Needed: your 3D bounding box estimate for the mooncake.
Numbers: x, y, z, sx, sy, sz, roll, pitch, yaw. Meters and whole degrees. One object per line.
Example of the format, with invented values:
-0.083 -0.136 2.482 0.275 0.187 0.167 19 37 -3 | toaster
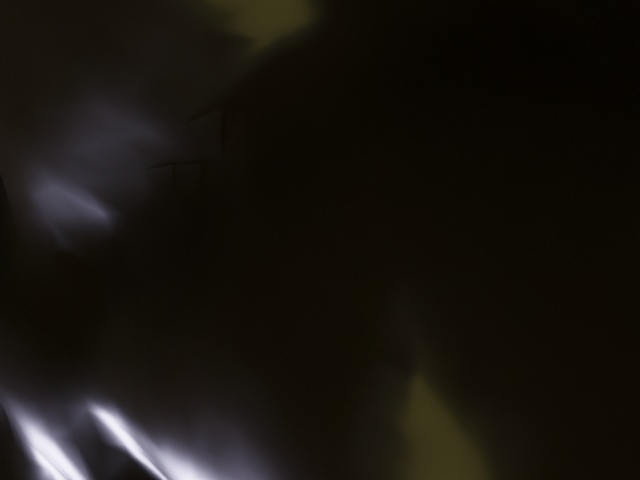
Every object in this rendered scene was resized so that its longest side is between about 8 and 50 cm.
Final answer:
0.000 0.000 0.553 0.467 0.262 0.467 32 132 45 | mooncake
